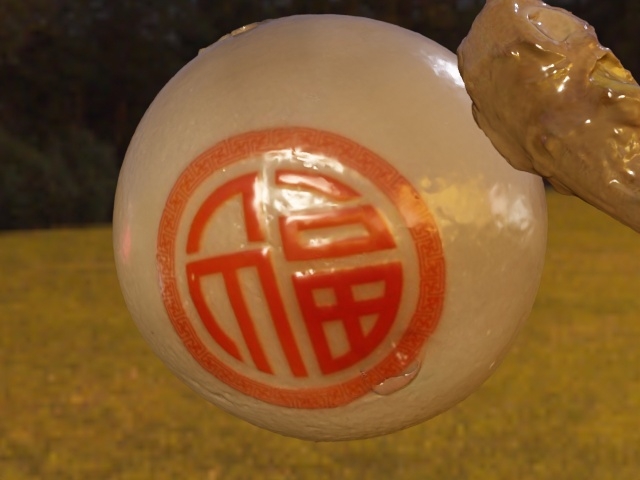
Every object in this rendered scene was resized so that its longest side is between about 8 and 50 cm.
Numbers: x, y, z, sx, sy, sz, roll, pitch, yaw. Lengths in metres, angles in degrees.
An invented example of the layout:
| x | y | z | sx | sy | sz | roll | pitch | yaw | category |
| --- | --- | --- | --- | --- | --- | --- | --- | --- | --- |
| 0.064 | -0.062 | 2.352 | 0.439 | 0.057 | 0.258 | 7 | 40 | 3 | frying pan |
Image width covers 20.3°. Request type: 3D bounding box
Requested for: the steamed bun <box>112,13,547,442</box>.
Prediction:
| x | y | z | sx | sy | sz | roll | pitch | yaw | category |
| --- | --- | --- | --- | --- | --- | --- | --- | --- | --- |
| 0.000 | 0.000 | 1.131 | 0.283 | 0.283 | 0.177 | 1 | 15 | 11 | steamed bun |

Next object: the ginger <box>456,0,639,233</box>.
| x | y | z | sx | sy | sz | roll | pitch | yaw | category |
| --- | --- | --- | --- | --- | --- | --- | --- | --- | --- |
| 0.125 | -0.040 | 0.706 | 0.173 | 0.069 | 0.051 | 28 | 23 | 21 | ginger |
